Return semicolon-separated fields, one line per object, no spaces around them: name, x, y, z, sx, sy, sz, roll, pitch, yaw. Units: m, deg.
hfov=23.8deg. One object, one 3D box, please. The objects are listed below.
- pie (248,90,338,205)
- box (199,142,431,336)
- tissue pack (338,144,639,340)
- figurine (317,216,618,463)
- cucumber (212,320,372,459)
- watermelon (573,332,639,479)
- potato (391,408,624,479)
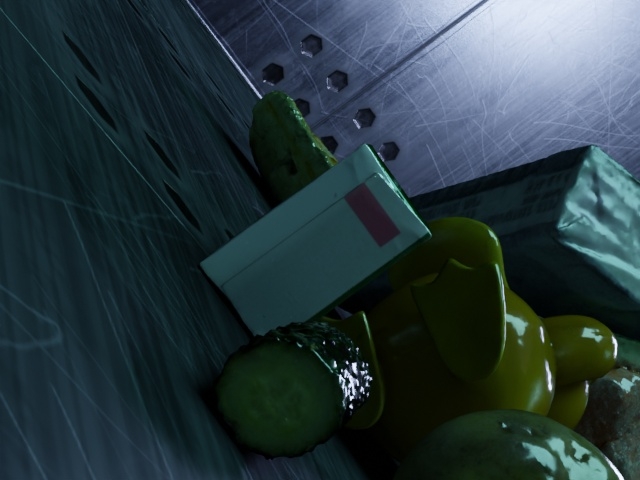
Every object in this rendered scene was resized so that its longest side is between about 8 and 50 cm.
pie;-0.007;-0.052;1.786;0.248;0.090;0.201;56;-6;24
box;0.000;0.000;1.050;0.081;0.135;0.199;54;5;-4
tissue pack;0.221;0.057;1.502;0.288;0.124;0.394;37;-24;-21
figurine;0.106;0.095;1.108;0.215;0.215;0.228;54;23;-4
cucumber;-0.005;0.077;0.848;0.067;0.067;0.293;54;3;5
watermelon;0.206;0.208;1.377;0.250;0.283;0.293;-12;91;-70
potato;0.113;0.181;0.860;0.200;0.137;0.155;48;38;-59
